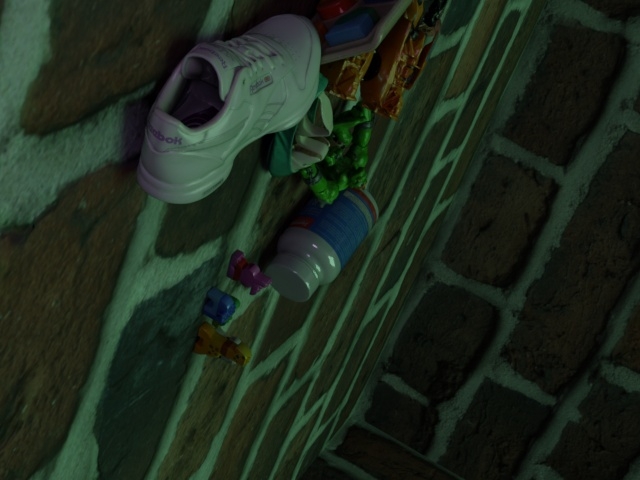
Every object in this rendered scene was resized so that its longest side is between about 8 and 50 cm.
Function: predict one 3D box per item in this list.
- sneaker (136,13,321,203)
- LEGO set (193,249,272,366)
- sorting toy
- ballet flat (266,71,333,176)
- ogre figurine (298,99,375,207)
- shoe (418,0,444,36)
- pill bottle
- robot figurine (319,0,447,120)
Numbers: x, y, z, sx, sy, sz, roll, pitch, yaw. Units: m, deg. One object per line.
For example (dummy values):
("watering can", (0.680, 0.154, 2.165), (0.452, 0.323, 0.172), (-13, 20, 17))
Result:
("sneaker", (-0.086, -0.172, 1.130), (0.305, 0.114, 0.152), (-53, 166, -34))
("LEGO set", (-0.137, 0.140, 1.631), (0.087, 0.093, 0.227), (-46, 160, -49))
("sorting toy", (0.034, -0.284, 1.292), (0.208, 0.038, 0.193), (-11, -146, 43))
("ballet flat", (-0.027, -0.154, 1.453), (0.083, 0.087, 0.247), (-54, 166, -29))
("ogre figurine", (0.032, -0.140, 1.714), (0.118, 0.097, 0.197), (79, 23, -43))
("shoe", (0.185, -0.395, 1.813), (0.178, 0.064, 0.081), (-52, 159, -52))
("pill bottle", (0.000, 0.000, 1.797), (0.221, 0.124, 0.124), (-53, 165, -34))
("robot figurine", (0.110, -0.328, 1.462), (0.211, 0.085, 0.291), (14, 104, -47))
